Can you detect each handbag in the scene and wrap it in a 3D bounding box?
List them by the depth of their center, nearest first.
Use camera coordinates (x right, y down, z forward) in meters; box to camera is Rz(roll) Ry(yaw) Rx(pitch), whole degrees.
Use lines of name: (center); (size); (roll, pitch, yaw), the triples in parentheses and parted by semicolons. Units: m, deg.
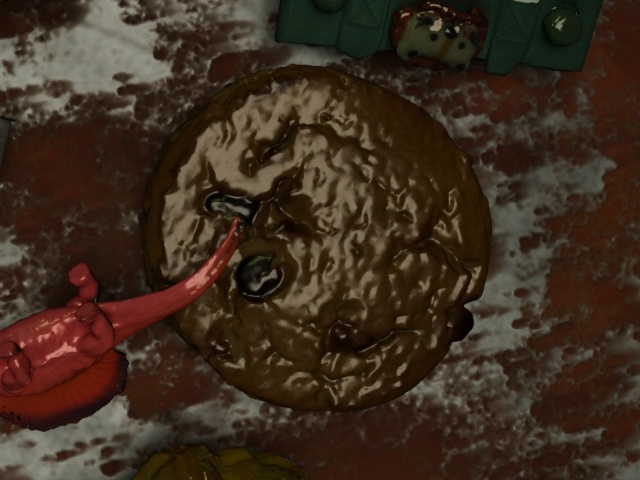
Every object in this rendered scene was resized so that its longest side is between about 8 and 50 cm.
handbag: (0.112, -0.261, 1.235); (0.268, 0.100, 0.274); (5, 119, -12)

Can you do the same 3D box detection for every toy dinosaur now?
toy dinosaur: (-0.171, 0.088, 1.239); (0.286, 0.070, 0.139); (-23, 133, -4)

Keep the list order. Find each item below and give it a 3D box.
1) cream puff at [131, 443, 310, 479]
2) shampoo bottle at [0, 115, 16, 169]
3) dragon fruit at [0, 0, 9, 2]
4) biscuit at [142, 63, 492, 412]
cream puff: (-0.086, 0.277, 1.237); (0.244, 0.196, 0.244); (-3, 67, 7)
shampoo bottle: (-0.297, 0.000, 1.237); (0.072, 0.072, 0.214); (14, 89, -10)
dragon fruit: (-0.303, -0.351, 1.083); (0.371, 0.249, 0.386); (-23, 88, 25)
biscuit: (0.000, 0.000, 1.288); (0.295, 0.075, 0.296); (0, 93, -9)
